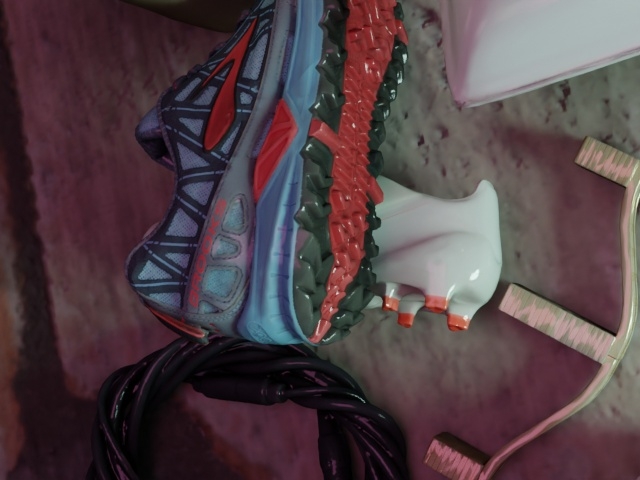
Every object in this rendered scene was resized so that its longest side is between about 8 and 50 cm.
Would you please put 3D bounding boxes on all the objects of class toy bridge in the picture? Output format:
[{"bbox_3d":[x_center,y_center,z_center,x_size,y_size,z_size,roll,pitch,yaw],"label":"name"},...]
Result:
[{"bbox_3d":[0.119,0.041,0.650,0.063,0.026,0.188,29,97,19],"label":"toy bridge"}]

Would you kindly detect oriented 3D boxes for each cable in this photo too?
[{"bbox_3d":[-0.044,0.119,0.699,0.184,0.047,0.150,39,100,21],"label":"cable"}]

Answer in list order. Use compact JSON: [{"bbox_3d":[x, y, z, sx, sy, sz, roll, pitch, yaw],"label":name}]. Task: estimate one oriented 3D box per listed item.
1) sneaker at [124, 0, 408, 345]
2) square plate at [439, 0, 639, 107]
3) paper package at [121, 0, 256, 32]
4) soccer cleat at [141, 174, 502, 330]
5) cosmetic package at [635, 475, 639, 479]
[{"bbox_3d":[-0.034,-0.075,0.645,0.125,0.104,0.262,-3,58,21],"label":"sneaker"},{"bbox_3d":[0.191,-0.253,0.561,0.344,0.049,0.347,-17,56,22],"label":"square plate"},{"bbox_3d":[-0.111,-0.280,0.606,0.168,0.325,0.309,19,95,19],"label":"paper package"},{"bbox_3d":[0.000,0.000,0.687,0.196,0.068,0.076,4,69,23],"label":"soccer cleat"},{"bbox_3d":[0.216,0.232,0.525,0.113,0.160,0.309,-46,72,12],"label":"cosmetic package"}]
